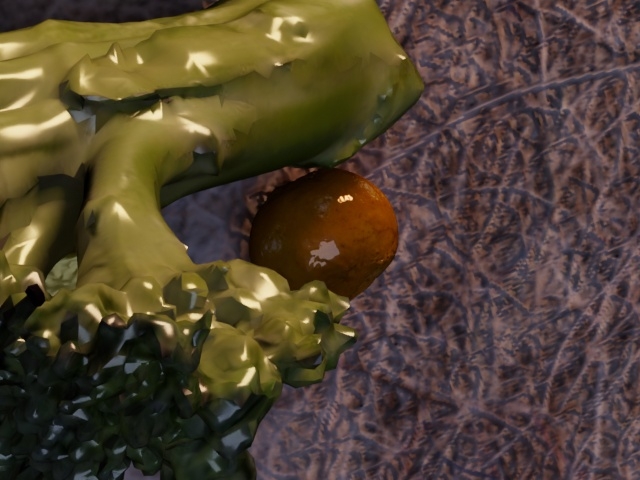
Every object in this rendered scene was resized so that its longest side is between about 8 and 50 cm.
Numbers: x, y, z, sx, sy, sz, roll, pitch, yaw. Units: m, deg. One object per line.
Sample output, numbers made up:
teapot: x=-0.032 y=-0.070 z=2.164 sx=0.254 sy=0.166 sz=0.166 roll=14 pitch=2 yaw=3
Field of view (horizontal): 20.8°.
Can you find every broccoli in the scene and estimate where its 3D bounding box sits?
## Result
broccoli: x=-0.154 y=-0.039 z=0.786 sx=0.353 sy=0.397 sz=0.275 roll=26 pitch=132 yaw=-3

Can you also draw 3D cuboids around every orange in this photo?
orange: x=0.000 y=0.000 z=0.930 sx=0.083 sy=0.083 sz=0.070 roll=-39 pitch=81 yaw=-5

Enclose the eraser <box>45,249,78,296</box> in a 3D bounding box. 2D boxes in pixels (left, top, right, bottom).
eraser: x=-0.155 y=0.051 z=0.908 sx=0.122 sy=0.045 sz=0.097 roll=-12 pitch=111 yaw=-15
